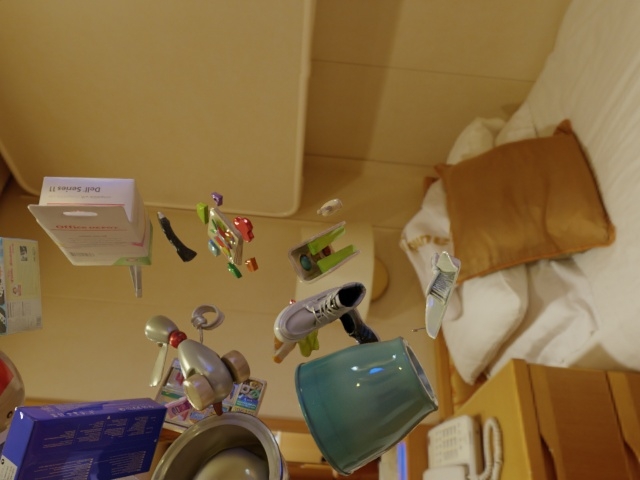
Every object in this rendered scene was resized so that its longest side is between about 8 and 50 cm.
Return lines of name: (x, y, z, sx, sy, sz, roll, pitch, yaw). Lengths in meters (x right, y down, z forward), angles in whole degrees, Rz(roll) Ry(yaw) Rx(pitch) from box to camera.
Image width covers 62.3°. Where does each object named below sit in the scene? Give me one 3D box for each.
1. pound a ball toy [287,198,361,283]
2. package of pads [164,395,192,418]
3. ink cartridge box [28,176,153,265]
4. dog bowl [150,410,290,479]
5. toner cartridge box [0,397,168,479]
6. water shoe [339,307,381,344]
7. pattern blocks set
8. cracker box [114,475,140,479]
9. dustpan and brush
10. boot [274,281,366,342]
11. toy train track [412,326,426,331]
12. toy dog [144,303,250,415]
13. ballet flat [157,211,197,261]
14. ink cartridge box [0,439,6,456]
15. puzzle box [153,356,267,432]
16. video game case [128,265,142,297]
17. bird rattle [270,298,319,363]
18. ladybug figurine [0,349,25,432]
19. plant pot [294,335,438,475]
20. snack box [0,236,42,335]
pound a ball toy: (0.000, 0.000, 1.729, 0.208, 0.136, 0.319, 61, -152, 0)
package of pads: (-0.493, 0.577, 1.834, 0.032, 0.083, 0.050, -119, 7, -72)
ink cartridge box: (-0.534, -0.052, 1.275, 0.353, 0.207, 0.119, 110, 158, -66)
dog bowl: (-0.257, 0.679, 1.413, 0.407, 0.409, 0.150, -87, -24, -43)
toner cartridge box: (-0.509, 0.446, 1.165, 0.348, 0.075, 0.165, 23, -96, -58)
water shoe: (0.114, 0.290, 1.663, 0.073, 0.203, 0.080, -38, -1, 34)
pattern blocks set: (-0.290, -0.011, 1.620, 0.026, 0.285, 0.324, -34, -30, -29)
cracker box: (-0.528, 0.633, 1.314, 0.067, 0.233, 0.156, -67, -23, 3)
dustpan and brush: (0.222, 0.070, 0.985, 0.211, 0.061, 0.147, -41, -33, -62)
boot: (0.005, 0.171, 1.351, 0.123, 0.258, 0.095, -33, 86, 48)
toy train track: (0.281, 0.235, 1.395, 0.048, 0.084, 0.014, 148, 115, -64)
toy dog: (-0.319, 0.323, 1.345, 0.333, 0.220, 0.160, 46, 138, 51)
ballet flat: (-0.434, -0.013, 1.586, 0.173, 0.049, 0.057, 59, 166, -10)
ink cartridge box: (-0.932, 0.767, 1.545, 0.396, 0.270, 0.151, -40, 2, 17)
puzzle box: (-0.445, 0.637, 2.087, 0.052, 0.410, 0.271, 92, -168, -53)
video game case: (-0.666, 0.072, 1.890, 0.201, 0.023, 0.183, 59, 146, 38)
bird rattle: (-0.111, 0.323, 1.866, 0.207, 0.143, 0.253, -50, 22, 5)
ladybug figurine: (-1.027, 0.391, 1.422, 0.305, 0.449, 0.162, -49, 23, -4)
plant pot: (0.117, 0.353, 1.216, 0.271, 0.255, 0.271, 58, -171, -15)
snack box: (-1.043, 0.155, 1.814, 0.187, 0.060, 0.321, 33, -128, -83)
